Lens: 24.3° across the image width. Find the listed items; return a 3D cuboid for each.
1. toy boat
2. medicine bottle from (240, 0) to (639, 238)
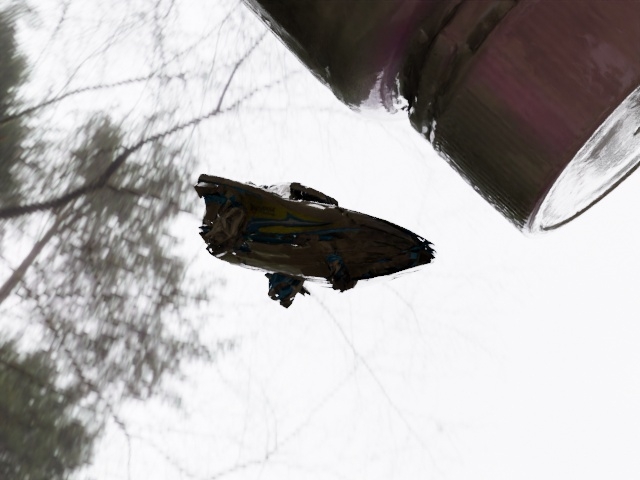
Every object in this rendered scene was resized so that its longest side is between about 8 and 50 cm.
[{"bbox_3d":[0.000,0.000,0.868,0.084,0.210,0.066,39,-108,-32],"label":"toy boat"},{"bbox_3d":[0.099,-0.184,0.977,0.256,0.256,0.325,-46,-108,9],"label":"medicine bottle"}]
